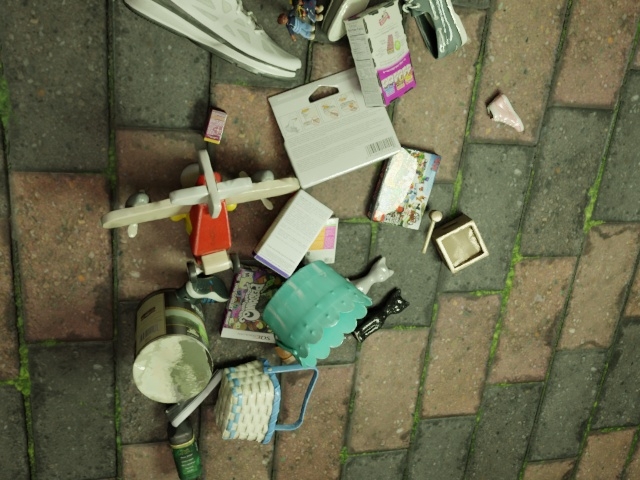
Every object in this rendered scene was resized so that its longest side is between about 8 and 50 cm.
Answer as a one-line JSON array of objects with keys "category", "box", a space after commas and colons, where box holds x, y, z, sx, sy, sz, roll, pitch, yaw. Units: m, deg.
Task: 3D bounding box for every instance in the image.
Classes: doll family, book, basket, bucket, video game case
[{"category": "doll family", "box": [-0.055, -0.584, 1.533, 0.111, 0.076, 0.192, 9, 68, -51]}, {"category": "book", "box": [0.000, 0.000, 1.842, 0.096, 0.035, 0.144, -2, 112, -18]}, {"category": "basket", "box": [-0.164, 0.480, 1.896, 0.289, 0.201, 0.254, 7, 115, -23]}, {"category": "bucket", "box": [-0.014, 0.201, 1.736, 0.183, 0.281, 0.281, 43, 97, 18]}, {"category": "video game case", "box": [-0.174, 0.193, 1.865, 0.210, 0.042, 0.232, 11, 108, -21]}]

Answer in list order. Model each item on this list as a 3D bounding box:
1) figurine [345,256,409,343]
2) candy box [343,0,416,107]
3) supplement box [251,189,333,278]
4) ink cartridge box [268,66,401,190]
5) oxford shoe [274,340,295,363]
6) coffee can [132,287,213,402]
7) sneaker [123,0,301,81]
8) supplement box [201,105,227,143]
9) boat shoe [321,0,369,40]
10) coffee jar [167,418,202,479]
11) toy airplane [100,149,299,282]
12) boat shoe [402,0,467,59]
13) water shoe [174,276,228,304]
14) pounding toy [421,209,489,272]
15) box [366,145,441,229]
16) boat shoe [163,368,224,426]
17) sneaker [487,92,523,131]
[{"category": "figurine", "box": [0.157, 0.178, 1.936, 0.210, 0.092, 0.214, -32, 116, -10]}, {"category": "candy box", "box": [0.159, -0.485, 1.626, 0.159, 0.071, 0.233, -38, 123, -38]}, {"category": "supplement box", "box": [-0.079, -0.021, 1.700, 0.114, 0.111, 0.220, 33, 89, -11]}, {"category": "ink cartridge box", "box": [0.037, -0.310, 1.708, 0.297, 0.066, 0.261, -21, 90, -7]}, {"category": "oxford shoe", "box": [-0.052, 0.275, 1.893, 0.212, 0.076, 0.076, -43, 108, -21]}, {"category": "coffee can", "box": [-0.408, 0.280, 1.706, 0.202, 0.275, 0.201, -6, 113, -13]}, {"category": "sneaker", "box": [-0.208, -0.567, 1.476, 0.448, 0.169, 0.257, 23, 106, -20]}, {"category": "supplement box", "box": [-0.277, -0.301, 1.629, 0.043, 0.055, 0.083, 12, 108, -21]}, {"category": "boat shoe", "box": [0.083, -0.653, 1.566, 0.091, 0.109, 0.305, 39, 113, 16]}, {"category": "coffee jar", "box": [-0.425, 0.651, 1.952, 0.079, 0.096, 0.184, -13, 115, -13]}, {"category": "toy airplane", "box": [-0.298, -0.101, 1.584, 0.384, 0.272, 0.386, -36, 146, 22]}, {"category": "boat shoe", "box": [0.269, -0.614, 1.621, 0.099, 0.116, 0.319, -41, 121, -1]}, {"category": "water shoe", "box": [-0.333, 0.143, 1.751, 0.080, 0.072, 0.203, -23, 162, 16]}, {"category": "pounding toy", "box": [0.383, -0.013, 1.915, 0.181, 0.094, 0.206, -28, 107, 2]}, {"category": "box", "box": [0.245, -0.157, 1.838, 0.159, 0.044, 0.233, 9, 109, -19]}, {"category": "boat shoe", "box": [-0.388, 0.464, 1.905, 0.076, 0.080, 0.228, 44, 95, 2]}, {"category": "sneaker", "box": [0.538, -0.360, 1.835, 0.070, 0.051, 0.134, -38, 113, 4]}]
